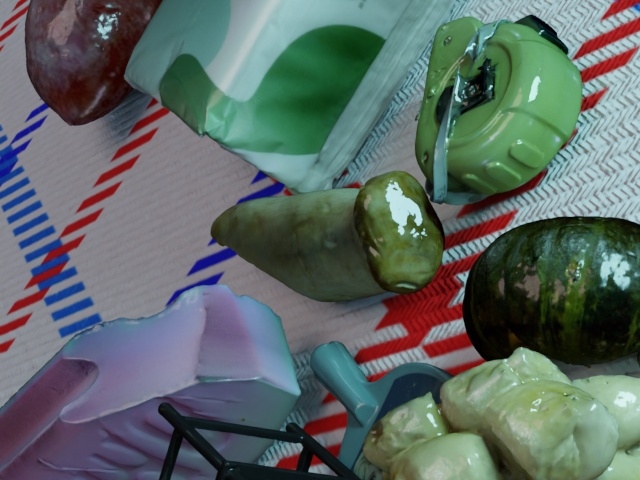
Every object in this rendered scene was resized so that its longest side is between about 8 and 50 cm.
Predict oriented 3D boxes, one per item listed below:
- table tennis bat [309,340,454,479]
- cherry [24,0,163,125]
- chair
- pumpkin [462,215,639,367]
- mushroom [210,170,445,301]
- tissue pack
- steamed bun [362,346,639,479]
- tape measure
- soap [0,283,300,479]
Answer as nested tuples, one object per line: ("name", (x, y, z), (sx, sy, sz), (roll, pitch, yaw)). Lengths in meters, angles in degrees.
("table tennis bat", (0.052, 0.153, 1.166), (0.149, 0.038, 0.237), (-59, 35, 12))
("cherry", (-0.296, -0.257, 1.821), (0.192, 0.175, 0.249), (-8, 61, 37))
("chair", (-0.034, 0.234, 1.095), (0.260, 0.154, 0.141), (29, 105, 60))
("pumpkin", (0.172, 0.038, 1.032), (0.183, 0.108, 0.119), (-17, 47, 45))
("mushroom", (0.001, 0.004, 1.295), (0.333, 0.087, 0.107), (-7, 86, 58))
("tissue pack", (-0.017, -0.245, 1.413), (0.356, 0.194, 0.266), (-58, 32, 4))
("steamed bun", (0.144, 0.156, 0.928), (0.192, 0.177, 0.106), (-28, 52, 20))
("tape measure", (0.147, -0.114, 1.193), (0.154, 0.087, 0.177), (-13, 57, 47))
("soap", (-0.172, 0.176, 1.304), (0.324, 0.193, 0.109), (-42, 39, 24))
